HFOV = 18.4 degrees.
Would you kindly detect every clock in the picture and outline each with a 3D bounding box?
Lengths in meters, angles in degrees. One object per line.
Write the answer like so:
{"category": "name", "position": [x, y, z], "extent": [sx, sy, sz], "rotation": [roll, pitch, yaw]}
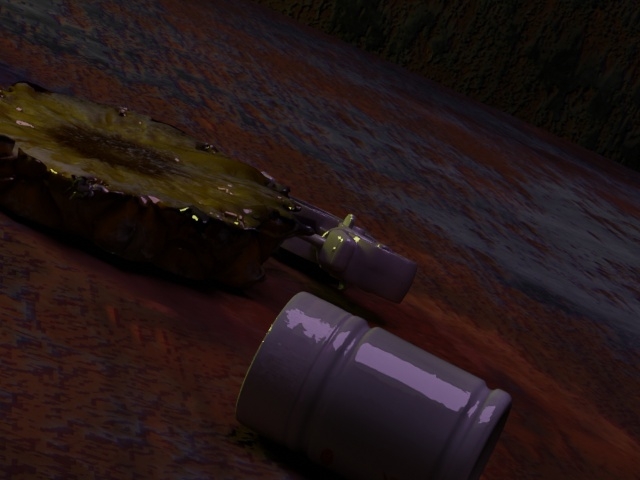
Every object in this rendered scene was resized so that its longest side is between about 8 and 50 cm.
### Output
{"category": "clock", "position": [0.000, 0.000, 1.072], "extent": [0.087, 0.041, 0.129], "rotation": [24, 3, -29]}

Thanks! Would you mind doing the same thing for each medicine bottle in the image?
{"category": "medicine bottle", "position": [0.020, 0.062, 0.724], "extent": [0.089, 0.057, 0.057], "rotation": [27, 9, 11]}

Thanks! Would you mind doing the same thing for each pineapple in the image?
{"category": "pineapple", "position": [-0.103, -0.028, 0.971], "extent": [0.221, 0.047, 0.221], "rotation": [20, 11, -4]}
